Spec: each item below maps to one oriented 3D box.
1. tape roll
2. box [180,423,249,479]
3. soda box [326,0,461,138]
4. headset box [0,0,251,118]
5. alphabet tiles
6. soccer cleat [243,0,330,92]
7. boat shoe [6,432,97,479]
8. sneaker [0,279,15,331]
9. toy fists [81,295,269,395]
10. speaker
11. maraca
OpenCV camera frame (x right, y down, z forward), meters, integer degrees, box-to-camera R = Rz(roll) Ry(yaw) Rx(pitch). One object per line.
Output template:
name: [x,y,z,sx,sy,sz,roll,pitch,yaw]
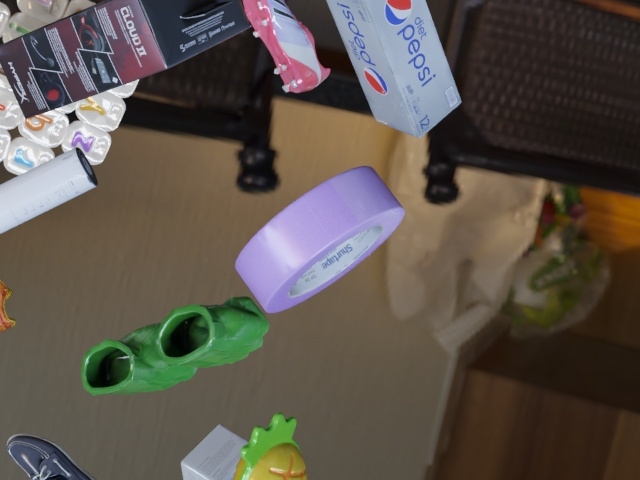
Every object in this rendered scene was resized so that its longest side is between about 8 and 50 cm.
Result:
tape roll: [0.000,0.000,1.941,0.090,0.275,0.275,54,-160,13]
box: [-0.164,0.382,2.003,0.087,0.102,0.101,27,-131,26]
soda box: [0.089,-0.280,1.622,0.098,0.091,0.286,29,153,47]
headset box: [-0.253,-0.278,1.639,0.293,0.110,0.218,-13,-164,33]
alphabet tiles: [-0.424,-0.239,1.814,0.278,0.284,0.021,22,-172,-20]
soccer cleat: [-0.068,-0.390,2.231,0.095,0.248,0.083,-30,-171,-28]
boat shoe: [-0.487,0.425,2.212,0.206,0.075,0.065,36,-164,-4]
sneaker: [-0.608,0.082,2.244,0.067,0.175,0.064,-19,-170,-13]
toy fists: [-0.201,0.148,1.709,0.279,0.096,0.142,-25,160,30]
speaker: [-0.343,-0.060,1.474,0.136,0.055,0.055,-26,-172,2]
maraca: [-0.073,0.333,1.760,0.099,0.186,0.127,23,-142,34]
